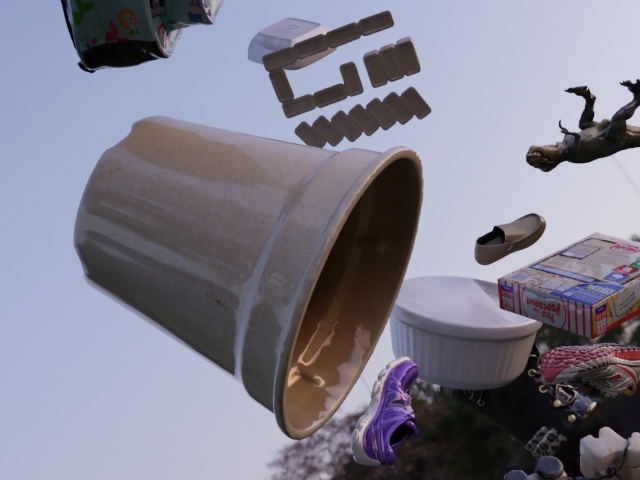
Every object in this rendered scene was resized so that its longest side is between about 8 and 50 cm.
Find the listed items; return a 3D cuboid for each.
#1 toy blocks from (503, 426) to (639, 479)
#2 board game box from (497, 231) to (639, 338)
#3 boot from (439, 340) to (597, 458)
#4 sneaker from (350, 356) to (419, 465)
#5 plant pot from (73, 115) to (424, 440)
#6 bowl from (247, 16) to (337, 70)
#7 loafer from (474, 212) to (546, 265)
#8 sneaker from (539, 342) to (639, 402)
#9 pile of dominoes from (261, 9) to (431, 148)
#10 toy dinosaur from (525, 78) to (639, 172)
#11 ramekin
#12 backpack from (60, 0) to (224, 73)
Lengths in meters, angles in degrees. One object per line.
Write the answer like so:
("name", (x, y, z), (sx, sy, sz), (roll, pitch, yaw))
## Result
("toy blocks", (0.332, 0.331, 0.773), (0.288, 0.260, 0.309), (-21, -52, -14))
("board game box", (0.340, 0.050, 1.150), (0.193, 0.146, 0.045), (-21, -67, -31))
("boot", (0.439, 0.257, 1.902), (0.138, 0.284, 0.377), (-20, -35, -56))
("sneaker", (0.097, 0.223, 1.187), (0.170, 0.071, 0.068), (-61, -30, -42))
("plant pot", (-0.090, 0.006, 1.044), (0.334, 0.305, 0.334), (-54, -23, -36))
("bowl", (-0.054, -0.376, 1.747), (0.142, 0.142, 0.053), (-34, -48, -37))
("loafer", (0.345, -0.007, 1.694), (0.148, 0.056, 0.050), (-33, -45, -3))
("sneaker", (0.439, 0.216, 1.480), (0.225, 0.093, 0.088), (3, 0, -34))
("pile of dominoes", (0.049, -0.271, 1.602), (0.251, 0.196, 0.040), (-17, 20, 11))
("toy dinosaur", (0.417, -0.169, 1.345), (0.268, 0.118, 0.064), (-8, 7, -3))
("ramekin", (0.247, 0.161, 1.627), (0.272, 0.272, 0.127), (-9, -70, -40))
("backpack", (-0.205, -0.334, 1.002), (0.191, 0.225, 0.254), (-13, -63, 8))
